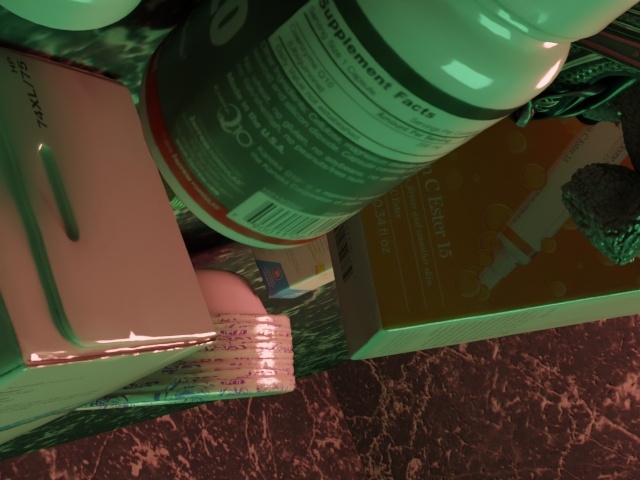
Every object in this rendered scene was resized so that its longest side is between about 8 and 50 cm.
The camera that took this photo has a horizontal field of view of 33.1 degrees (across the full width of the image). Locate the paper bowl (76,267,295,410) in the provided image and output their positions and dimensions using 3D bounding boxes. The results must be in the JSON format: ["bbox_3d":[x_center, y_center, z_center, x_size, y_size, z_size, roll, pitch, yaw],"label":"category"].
[{"bbox_3d":[-0.175,0.117,1.257,0.284,0.148,0.284,-5,170,-1],"label":"paper bowl"}]

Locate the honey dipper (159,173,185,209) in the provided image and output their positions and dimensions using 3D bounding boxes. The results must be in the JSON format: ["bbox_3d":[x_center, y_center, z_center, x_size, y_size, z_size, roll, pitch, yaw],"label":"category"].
[{"bbox_3d":[-0.121,-0.040,1.026,0.030,0.031,0.160,-24,171,11],"label":"honey dipper"}]

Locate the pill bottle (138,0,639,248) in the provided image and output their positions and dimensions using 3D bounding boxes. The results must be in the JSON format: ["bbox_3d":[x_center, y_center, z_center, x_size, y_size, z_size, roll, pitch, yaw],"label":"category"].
[{"bbox_3d":[0.033,-0.119,0.597,0.161,0.161,0.283,-11,164,-44],"label":"pill bottle"}]

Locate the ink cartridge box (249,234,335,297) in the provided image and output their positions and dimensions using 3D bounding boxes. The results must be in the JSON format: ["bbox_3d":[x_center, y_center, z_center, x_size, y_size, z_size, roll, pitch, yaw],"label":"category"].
[{"bbox_3d":[0.000,0.000,1.274,0.143,0.092,0.090,-24,169,15],"label":"ink cartridge box"}]

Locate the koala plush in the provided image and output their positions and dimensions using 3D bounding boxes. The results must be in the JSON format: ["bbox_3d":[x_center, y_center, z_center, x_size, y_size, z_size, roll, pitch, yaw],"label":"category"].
[{"bbox_3d":[0.260,-0.136,0.837,0.196,0.221,0.203,-13,144,-34],"label":"koala plush"}]

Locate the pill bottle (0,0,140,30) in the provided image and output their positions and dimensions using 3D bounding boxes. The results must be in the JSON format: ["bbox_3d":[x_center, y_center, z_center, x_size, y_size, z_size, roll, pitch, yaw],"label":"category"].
[{"bbox_3d":[-0.065,-0.155,0.368,0.112,0.112,0.186,-14,166,-35],"label":"pill bottle"}]

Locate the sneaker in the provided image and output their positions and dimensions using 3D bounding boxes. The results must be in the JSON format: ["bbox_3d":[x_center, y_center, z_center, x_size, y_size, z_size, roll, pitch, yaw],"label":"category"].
[{"bbox_3d":[0.124,-0.130,0.744,0.299,0.112,0.120,-6,-175,41],"label":"sneaker"}]

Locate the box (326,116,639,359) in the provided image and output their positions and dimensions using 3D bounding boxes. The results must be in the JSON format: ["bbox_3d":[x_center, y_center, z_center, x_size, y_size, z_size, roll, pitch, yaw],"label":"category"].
[{"bbox_3d":[0.187,-0.023,1.058,0.345,0.215,0.168,-9,167,-11],"label":"box"}]

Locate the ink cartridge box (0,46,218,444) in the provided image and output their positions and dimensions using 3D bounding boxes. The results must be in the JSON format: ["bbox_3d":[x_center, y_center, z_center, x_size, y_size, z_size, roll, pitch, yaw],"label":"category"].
[{"bbox_3d":[-0.247,0.030,0.676,0.270,0.198,0.197,-26,168,22],"label":"ink cartridge box"}]
